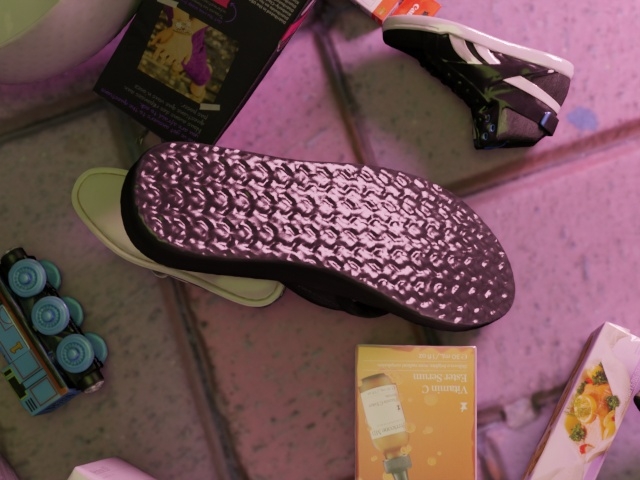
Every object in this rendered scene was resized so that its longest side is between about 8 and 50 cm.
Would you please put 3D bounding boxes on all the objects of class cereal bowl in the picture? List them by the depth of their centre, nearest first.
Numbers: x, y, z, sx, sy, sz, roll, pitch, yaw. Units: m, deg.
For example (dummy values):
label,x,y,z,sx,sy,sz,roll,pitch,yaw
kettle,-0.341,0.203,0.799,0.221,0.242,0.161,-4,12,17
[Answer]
label,x,y,z,sx,sy,sz,roll,pitch,yaw
cereal bowl,-0.281,-0.306,1.603,0.339,0.141,0.339,-20,54,29

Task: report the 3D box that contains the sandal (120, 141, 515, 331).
label,x,y,z,sx,sy,sz,roll,pitch,yaw
sandal,-0.001,-0.002,1.591,0.446,0.107,0.167,15,62,-20

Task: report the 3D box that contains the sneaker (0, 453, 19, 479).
label,x,y,z,sx,sy,sz,roll,pitch,yaw
sneaker,-0.445,0.244,1.620,0.153,0.101,0.268,-45,78,-2

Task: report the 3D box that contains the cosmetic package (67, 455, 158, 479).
label,x,y,z,sx,sy,sz,roll,pitch,yaw
cosmetic package,-0.169,0.335,1.533,0.225,0.224,0.138,29,87,5

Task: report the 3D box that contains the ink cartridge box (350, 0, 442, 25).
label,x,y,z,sx,sy,sz,roll,pitch,yaw
ink cartridge box,0.073,-0.278,1.682,0.115,0.029,0.063,39,87,6

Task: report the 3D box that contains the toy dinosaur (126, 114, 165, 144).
label,x,y,z,sx,sy,sz,roll,pitch,yaw
toy dinosaur,-0.181,-0.130,1.685,0.090,0.047,0.082,-16,72,-32

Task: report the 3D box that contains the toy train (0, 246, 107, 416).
label,x,y,z,sx,sy,sz,roll,pitch,yaw
toy train,-0.312,0.099,1.638,0.105,0.080,0.184,-34,84,5

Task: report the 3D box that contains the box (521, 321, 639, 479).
label,x,y,z,sx,sy,sz,roll,pitch,yaw
box,0.254,0.240,1.574,0.063,0.067,0.324,27,75,4

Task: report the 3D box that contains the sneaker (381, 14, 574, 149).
label,x,y,z,sx,sy,sz,roll,pitch,yaw
sneaker,0.161,-0.165,1.639,0.217,0.079,0.121,16,85,0

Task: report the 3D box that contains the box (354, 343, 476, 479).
label,x,y,z,sx,sy,sz,roll,pitch,yaw
box,0.101,0.197,1.602,0.130,0.091,0.170,-1,84,2

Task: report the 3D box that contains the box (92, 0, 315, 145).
label,x,y,z,sx,sy,sz,roll,pitch,yaw
box,-0.095,-0.241,1.548,0.143,0.165,0.270,35,125,-4

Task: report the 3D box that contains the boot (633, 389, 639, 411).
label,x,y,z,sx,sy,sz,roll,pitch,yaw
boot,0.468,0.170,1.593,0.236,0.085,0.178,34,85,-3

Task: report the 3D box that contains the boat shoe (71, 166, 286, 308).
label,x,y,z,sx,sy,sz,roll,pitch,yaw
boat shoe,-0.151,-0.002,1.640,0.254,0.079,0.095,22,84,2
